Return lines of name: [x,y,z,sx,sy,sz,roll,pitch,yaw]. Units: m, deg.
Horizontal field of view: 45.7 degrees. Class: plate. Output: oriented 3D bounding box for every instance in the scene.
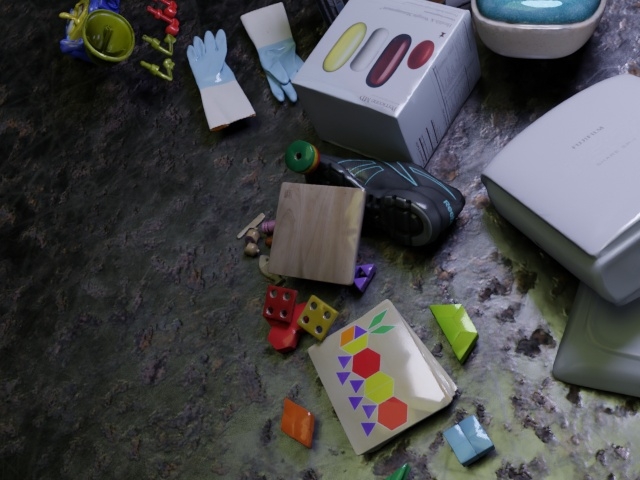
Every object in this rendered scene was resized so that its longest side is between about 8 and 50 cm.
plate: [0.434,0.057,0.888,0.278,0.045,0.277,8,66,37]

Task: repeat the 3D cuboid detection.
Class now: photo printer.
photo printer: [0.357,-0.083,0.936,0.256,0.107,0.307,-35,31,2]

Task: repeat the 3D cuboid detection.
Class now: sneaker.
sneaker: [0.087,-0.069,1.108,0.267,0.101,0.106,28,46,37]

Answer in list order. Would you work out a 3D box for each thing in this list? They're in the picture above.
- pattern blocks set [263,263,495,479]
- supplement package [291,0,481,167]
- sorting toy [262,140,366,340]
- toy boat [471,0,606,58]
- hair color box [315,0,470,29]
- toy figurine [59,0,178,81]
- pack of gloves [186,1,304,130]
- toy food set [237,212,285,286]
pattern blocks set: [0.074,0.174,1.001,0.285,0.026,0.325,-24,55,8]
supplement package: [0.103,-0.245,1.147,0.194,0.149,0.203,24,72,30]
sorting toy: [0.000,0.000,1.072,0.132,0.046,0.274,6,85,28]
toy boat: [0.377,-0.360,1.081,0.318,0.148,0.267,4,36,12]
hair color box: [0.164,-0.464,1.221,0.374,0.185,0.113,-22,57,9]
toy figurine: [-0.412,-0.397,1.466,0.217,0.191,0.362,-35,48,35]
pack of gloves: [-0.124,-0.300,1.341,0.195,0.046,0.232,-19,60,-3]
toy food set: [-0.077,0.006,1.157,0.078,0.019,0.122,-43,57,-5]
